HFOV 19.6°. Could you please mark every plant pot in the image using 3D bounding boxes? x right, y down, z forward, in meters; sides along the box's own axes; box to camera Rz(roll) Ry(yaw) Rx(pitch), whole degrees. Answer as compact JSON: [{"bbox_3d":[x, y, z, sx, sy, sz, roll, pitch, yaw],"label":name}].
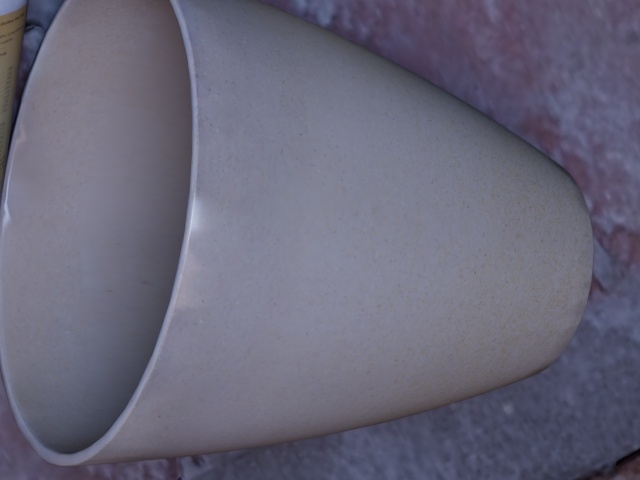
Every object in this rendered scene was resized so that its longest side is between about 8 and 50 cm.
[{"bbox_3d":[0.000,0.000,0.986,0.274,0.256,0.256,8,113,-28],"label":"plant pot"}]

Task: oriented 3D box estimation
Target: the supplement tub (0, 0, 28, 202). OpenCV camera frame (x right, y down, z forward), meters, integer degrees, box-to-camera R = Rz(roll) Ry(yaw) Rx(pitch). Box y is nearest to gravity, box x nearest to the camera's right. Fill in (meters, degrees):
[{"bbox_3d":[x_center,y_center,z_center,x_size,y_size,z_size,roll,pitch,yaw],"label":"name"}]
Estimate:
[{"bbox_3d":[-0.226,-0.095,0.948,0.144,0.144,0.199,7,112,-11],"label":"supplement tub"}]
